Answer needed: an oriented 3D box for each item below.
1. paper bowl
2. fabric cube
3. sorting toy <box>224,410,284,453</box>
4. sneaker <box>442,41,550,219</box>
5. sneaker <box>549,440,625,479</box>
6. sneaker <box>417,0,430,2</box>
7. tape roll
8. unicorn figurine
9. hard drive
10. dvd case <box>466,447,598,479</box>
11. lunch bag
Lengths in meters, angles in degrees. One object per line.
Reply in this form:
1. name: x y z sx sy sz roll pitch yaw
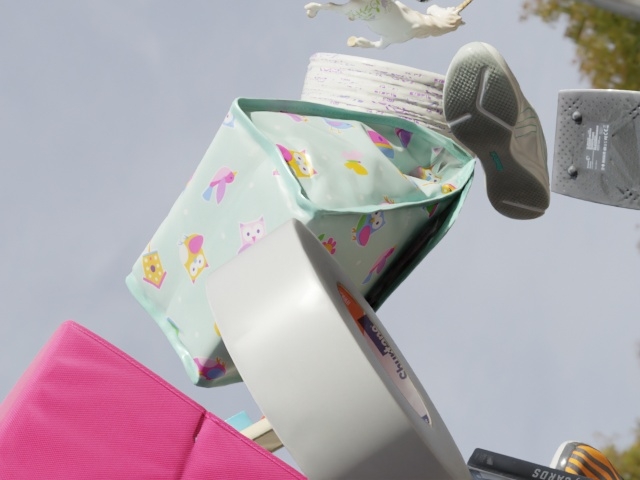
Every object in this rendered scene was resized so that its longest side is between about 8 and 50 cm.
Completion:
1. paper bowl: 0.107 -0.161 1.896 0.284 0.284 0.148 12 -86 -50
2. fabric cube: -0.167 0.264 0.927 0.254 0.259 0.258 -51 10 23
3. sorting toy: -0.078 0.240 1.705 0.348 0.047 0.196 -25 -16 -31
4. sneaker: 0.124 -0.084 0.945 0.152 0.054 0.061 62 -147 -42
5. sneaker: 0.427 0.372 1.753 0.321 0.180 0.124 49 -120 -35
6. sneaker: 0.146 -0.382 1.685 0.153 0.094 0.235 -36 -18 26
7. tape roll: 0.014 0.094 0.898 0.072 0.219 0.219 -33 -41 5
8. unicorn figurine: 0.062 -0.215 1.287 0.162 0.111 0.060 0 -87 -51
9. hard drive: 0.466 -0.132 1.971 0.054 0.255 0.172 -16 -68 -55
10. dvd case: 0.269 0.281 1.275 0.029 0.239 0.179 -56 -45 -27
11. lunch bag: 0.000 0.000 1.186 0.262 0.160 0.223 -3 -42 -48
